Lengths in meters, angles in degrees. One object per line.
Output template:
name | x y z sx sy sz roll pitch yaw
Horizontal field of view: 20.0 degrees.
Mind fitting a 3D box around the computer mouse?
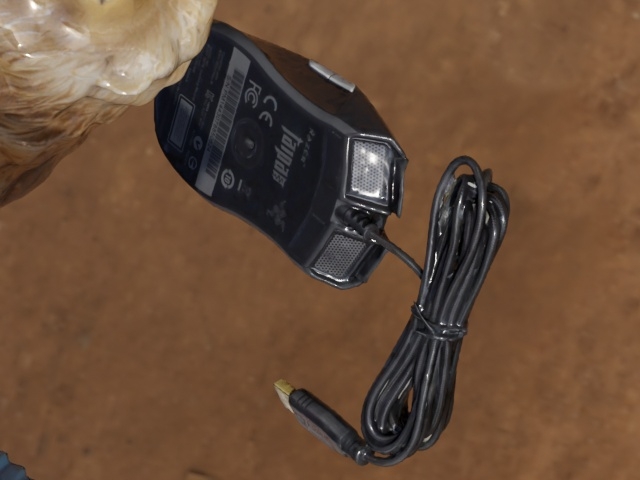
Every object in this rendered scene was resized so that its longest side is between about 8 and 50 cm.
computer mouse | 0.000 0.000 0.956 0.262 0.060 0.184 33 119 40

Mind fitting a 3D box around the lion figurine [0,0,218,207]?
lion figurine | -0.208 0.004 0.708 0.392 0.240 0.142 -67 15 2

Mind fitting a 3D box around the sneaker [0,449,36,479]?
sneaker | -0.140 0.068 0.305 0.092 0.228 0.087 -51 42 15
